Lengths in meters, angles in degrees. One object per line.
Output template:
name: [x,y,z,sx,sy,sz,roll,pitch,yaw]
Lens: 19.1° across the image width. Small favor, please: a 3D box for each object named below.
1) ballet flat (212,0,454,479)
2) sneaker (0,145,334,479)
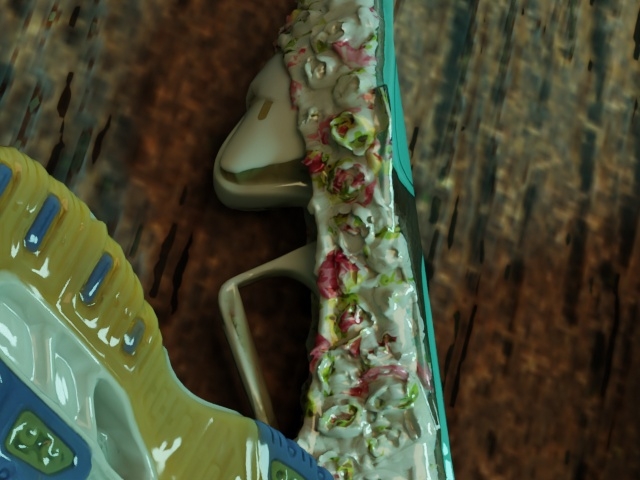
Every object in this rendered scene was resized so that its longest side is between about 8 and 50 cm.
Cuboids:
ballet flat: [0.000,0.000,0.681,0.077,0.091,0.241,-4,71,-3]
sneaker: [-0.082,0.091,0.604,0.296,0.131,0.112,59,44,-25]
